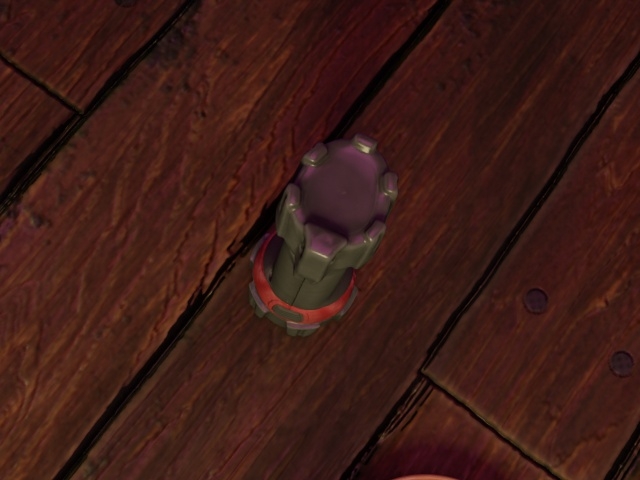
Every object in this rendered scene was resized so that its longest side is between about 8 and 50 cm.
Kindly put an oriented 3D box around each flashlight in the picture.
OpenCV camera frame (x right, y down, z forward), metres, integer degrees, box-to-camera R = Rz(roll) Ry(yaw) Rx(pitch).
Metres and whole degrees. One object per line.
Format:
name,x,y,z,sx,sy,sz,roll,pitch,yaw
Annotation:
flashlight,0.000,0.000,0.887,0.103,0.304,0.103,-23,77,-15

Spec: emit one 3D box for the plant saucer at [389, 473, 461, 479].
plant saucer,0.090,0.304,0.950,0.200,0.037,0.200,2,74,-8
